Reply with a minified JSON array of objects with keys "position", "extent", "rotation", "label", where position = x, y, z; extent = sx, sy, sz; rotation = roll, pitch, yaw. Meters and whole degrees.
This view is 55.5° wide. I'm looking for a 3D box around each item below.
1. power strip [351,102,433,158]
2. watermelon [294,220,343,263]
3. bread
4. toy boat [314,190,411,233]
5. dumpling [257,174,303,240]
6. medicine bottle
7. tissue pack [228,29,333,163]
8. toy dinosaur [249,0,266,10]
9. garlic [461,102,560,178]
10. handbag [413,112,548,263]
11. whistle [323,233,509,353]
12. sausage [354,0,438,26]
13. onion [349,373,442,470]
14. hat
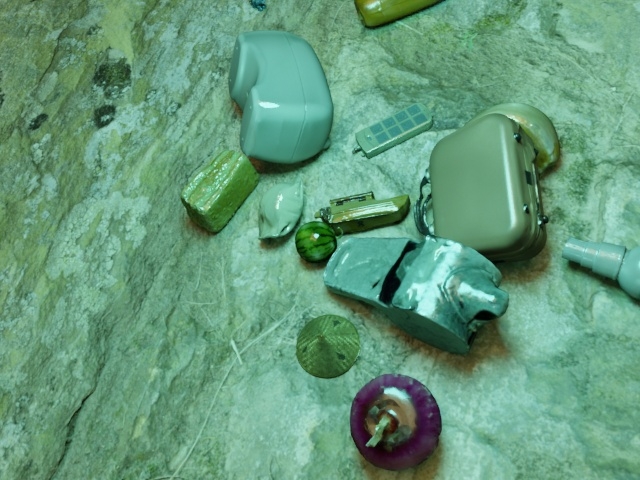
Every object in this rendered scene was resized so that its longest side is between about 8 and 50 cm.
[{"position":[0.179,-0.277,1.540],"extent":[0.227,0.029,0.080],"rotation":[-27,58,1],"label":"power strip"},{"position":[-0.005,0.004,1.402],"extent":[0.109,0.109,0.109],"rotation":[-7,61,12],"label":"watermelon"},{"position":[-0.250,-0.127,1.518],"extent":[0.102,0.138,0.196],"rotation":[32,74,17],"label":"bread"},{"position":[0.099,-0.073,1.430],"extent":[0.226,0.068,0.088],"rotation":[-12,52,10],"label":"toy boat"},{"position":[-0.107,-0.078,1.486],"extent":[0.134,0.100,0.169],"rotation":[-2,81,54],"label":"dumpling"},{"position":[0.650,0.069,1.171],"extent":[0.352,0.110,0.110],"rotation":[21,70,24],"label":"medicine bottle"},{"position":[-0.092,-0.364,1.540],"extent":[0.236,0.229,0.333],"rotation":[-2,55,-20],"label":"tissue pack"},{"position":[-0.199,-0.746,1.892],"extent":[0.083,0.047,0.030],"rotation":[35,74,30],"label":"toy dinosaur"},{"position":[0.427,-0.235,1.404],"extent":[0.245,0.145,0.164],"rotation":[10,96,23],"label":"garlic"},{"position":[0.324,-0.091,1.302],"extent":[0.283,0.149,0.302],"rotation":[-17,66,37],"label":"handbag"},{"position":[0.181,0.085,1.245],"extent":[0.405,0.188,0.168],"rotation":[22,70,23],"label":"whistle"},{"position":[0.255,-0.696,1.705],"extent":[0.328,0.112,0.112],"rotation":[-21,59,4],"label":"sausage"},{"position":[0.140,0.340,1.147],"extent":[0.177,0.153,0.177],"rotation":[-5,49,6],"label":"onion"},{"position":[0.009,0.214,1.298],"extent":[0.146,0.067,0.146],"rotation":[-7,61,12],"label":"hat"}]
